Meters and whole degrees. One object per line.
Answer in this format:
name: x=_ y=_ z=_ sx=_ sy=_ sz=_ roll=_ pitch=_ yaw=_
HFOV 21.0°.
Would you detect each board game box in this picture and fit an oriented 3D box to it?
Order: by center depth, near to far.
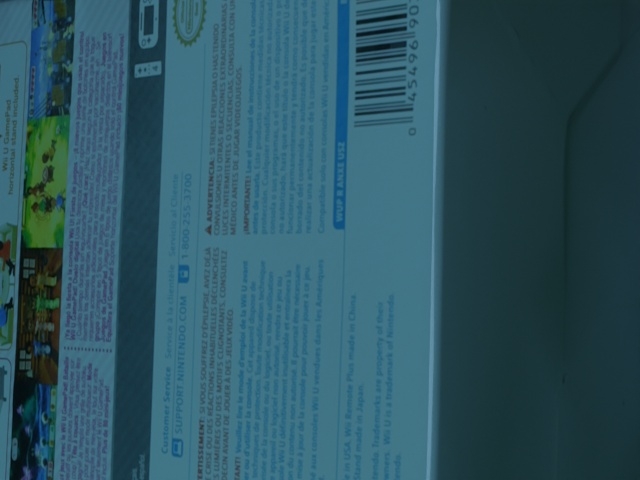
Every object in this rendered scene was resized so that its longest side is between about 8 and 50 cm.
board game box: x=-0.044 y=0.039 z=0.526 sx=0.303 sy=0.098 sz=0.224 roll=0 pitch=87 yaw=46
